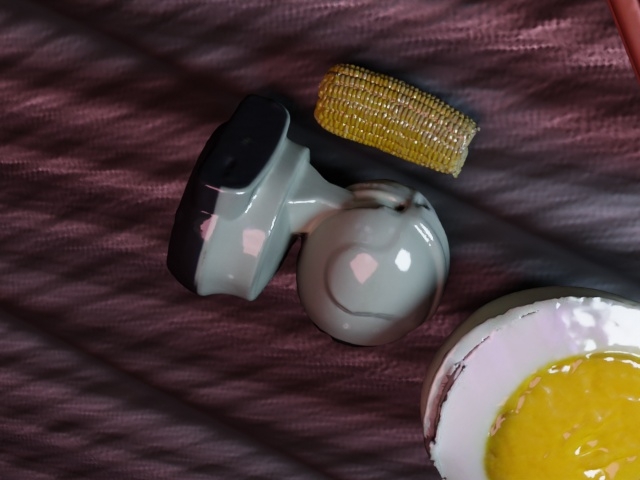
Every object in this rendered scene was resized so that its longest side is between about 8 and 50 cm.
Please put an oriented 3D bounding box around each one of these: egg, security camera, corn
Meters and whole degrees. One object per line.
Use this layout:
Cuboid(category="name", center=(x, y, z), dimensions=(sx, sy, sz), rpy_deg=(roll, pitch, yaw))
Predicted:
Cuboid(category="egg", center=(0.238, 0.151, 1.243), dimensions=(0.287, 0.174, 0.264), rpy_deg=(-11, 112, 0))
Cuboid(category="security camera", center=(0.000, 0.000, 1.252), dimensions=(0.277, 0.197, 0.191), rpy_deg=(20, 131, 4))
Cuboid(category="corn", center=(0.075, -0.121, 1.215), dimensions=(0.165, 0.063, 0.085), rpy_deg=(25, 122, 9))

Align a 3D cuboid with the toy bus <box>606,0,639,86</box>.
Cuboid(category="toy bus", center=(0.361, -0.184, 0.972), dimensions=(0.233, 0.203, 0.426), rpy_deg=(-14, 110, 34))
